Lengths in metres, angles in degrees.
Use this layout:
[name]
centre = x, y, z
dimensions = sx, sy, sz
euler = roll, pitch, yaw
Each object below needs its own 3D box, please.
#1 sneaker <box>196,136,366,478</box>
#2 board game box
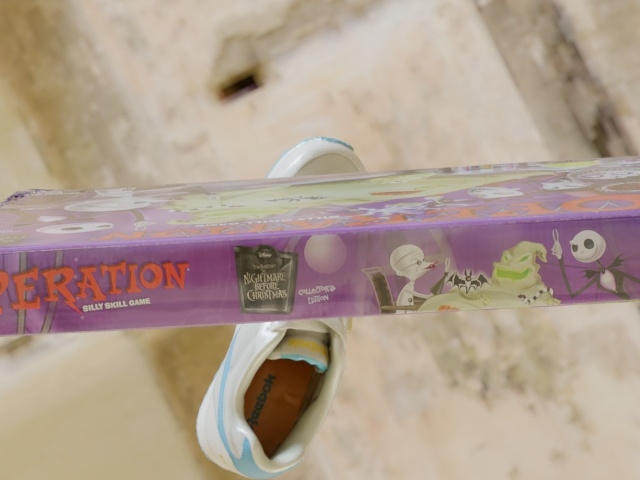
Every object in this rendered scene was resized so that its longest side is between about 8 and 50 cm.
[sneaker]
centre = -0.011, 0.044, 1.293
dimensions = 0.092, 0.087, 0.229
euler = -179, 104, -70
[board game box]
centre = 0.000, 0.000, 0.964
dimensions = 0.208, 0.346, 0.056
euler = -77, -16, -77
